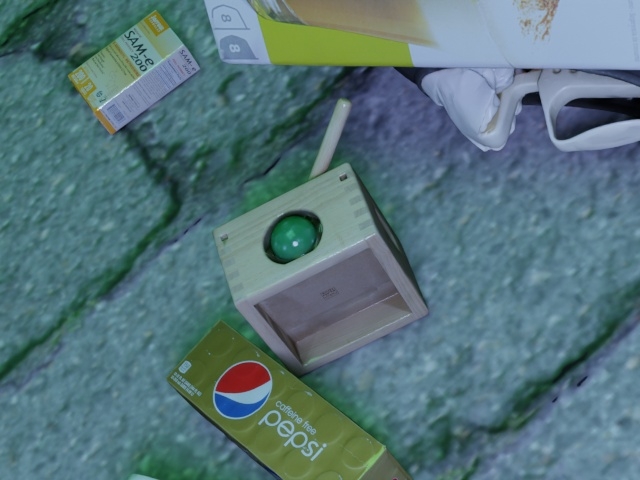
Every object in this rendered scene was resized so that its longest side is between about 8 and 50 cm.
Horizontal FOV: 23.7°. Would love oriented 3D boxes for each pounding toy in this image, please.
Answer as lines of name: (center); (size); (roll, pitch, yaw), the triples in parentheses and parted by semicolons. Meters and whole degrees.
pounding toy: (0.000, 0.000, 1.076); (0.130, 0.141, 0.100); (-27, 50, 7)

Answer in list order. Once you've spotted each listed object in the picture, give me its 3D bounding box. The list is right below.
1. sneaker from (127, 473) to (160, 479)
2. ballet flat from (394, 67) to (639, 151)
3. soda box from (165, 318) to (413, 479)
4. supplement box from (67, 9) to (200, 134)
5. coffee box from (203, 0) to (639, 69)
sneaker: (-0.046, 0.262, 0.950); (0.292, 0.108, 0.169); (8, 63, 42)
ballet flat: (0.157, -0.116, 1.116); (0.280, 0.095, 0.096); (5, 72, 29)
soda box: (-0.023, 0.130, 1.052); (0.061, 0.058, 0.181); (-48, 51, -10)
supplement box: (-0.163, -0.147, 1.327); (0.098, 0.036, 0.062); (-37, 50, -2)
coffee box: (0.108, -0.346, 1.071); (0.334, 0.337, 0.338); (5, 36, 29)
